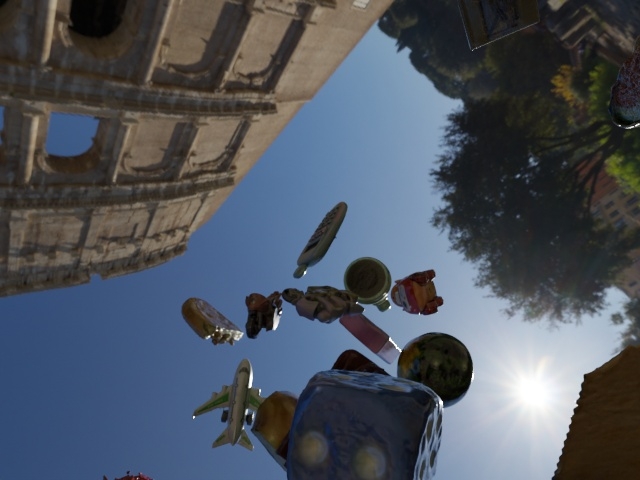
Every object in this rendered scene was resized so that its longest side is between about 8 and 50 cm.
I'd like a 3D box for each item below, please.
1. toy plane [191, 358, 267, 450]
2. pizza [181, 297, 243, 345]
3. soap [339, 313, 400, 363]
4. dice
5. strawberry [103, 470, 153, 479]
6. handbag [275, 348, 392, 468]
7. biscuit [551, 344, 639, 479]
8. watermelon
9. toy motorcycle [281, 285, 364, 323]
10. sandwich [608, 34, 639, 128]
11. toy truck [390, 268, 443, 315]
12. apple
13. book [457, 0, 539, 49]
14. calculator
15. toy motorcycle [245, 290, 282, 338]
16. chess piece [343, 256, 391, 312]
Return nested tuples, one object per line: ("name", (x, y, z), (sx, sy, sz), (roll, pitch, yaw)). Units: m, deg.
("toy plane", (-0.246, 0.488, 1.243), (0.251, 0.101, 0.255), (8, -111, -7))
("pizza", (-0.440, 0.283, 1.521), (0.268, 0.087, 0.258), (35, 172, 24))
("soap", (0.181, 0.342, 1.473), (0.181, 0.081, 0.259), (37, 174, 29))
("dice", (0.052, 0.227, 0.470), (0.146, 0.146, 0.143), (24, -106, -61))
("strawberry", (-0.457, 0.748, 1.055), (0.343, 0.292, 0.292), (39, -154, -50))
("handbag", (0.072, 0.404, 0.901), (0.260, 0.275, 0.084), (45, 168, -33))
("biscuit", (0.436, 0.240, 0.552), (0.237, 0.232, 0.013), (2, -163, -10))
("watermelon", (0.386, 0.437, 1.404), (0.269, 0.269, 0.269), (23, -140, -21))
("toy motorcycle", (0.012, 0.174, 1.119), (0.225, 0.073, 0.152), (6, -159, -20))
("sandwich", (0.776, -0.368, 0.957), (0.292, 0.109, 0.212), (45, -139, -66))
("toy truck", (0.414, 0.245, 1.878), (0.265, 0.239, 0.189), (-6, -100, -63))
("apple", (-0.072, 0.576, 1.155), (0.179, 0.346, 0.254), (-9, -141, 9))
("book", (0.390, -0.564, 0.926), (0.231, 0.161, 0.026), (51, -145, -41))
("calculator", (0.000, 0.000, 1.299), (0.041, 0.185, 0.299), (35, -114, -11))
("toy motorcycle", (-0.153, 0.190, 1.154), (0.084, 0.118, 0.212), (0, -172, 16))
("chess piece", (0.194, 0.180, 1.568), (0.175, 0.176, 0.298), (59, -177, 24))
